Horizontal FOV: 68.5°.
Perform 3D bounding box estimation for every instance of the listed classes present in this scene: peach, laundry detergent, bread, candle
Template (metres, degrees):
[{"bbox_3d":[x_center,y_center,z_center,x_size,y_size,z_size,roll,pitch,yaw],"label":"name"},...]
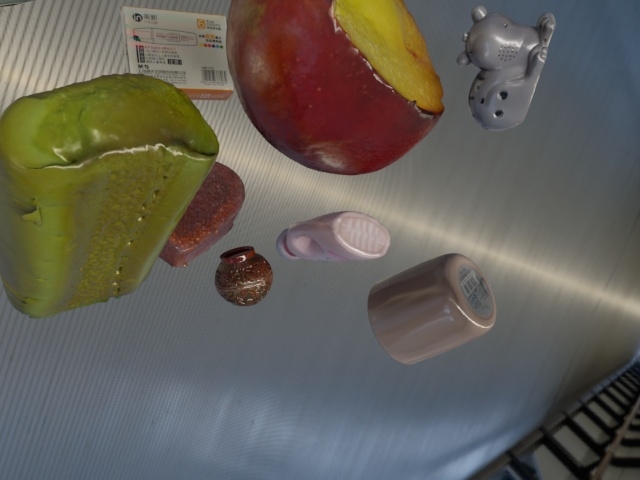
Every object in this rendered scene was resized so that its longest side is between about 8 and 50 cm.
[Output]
[{"bbox_3d":[0.026,-0.235,0.575,0.281,0.281,0.338,-50,164,-17],"label":"peach"},{"bbox_3d":[0.000,0.000,1.028,0.159,0.335,0.087,23,75,-27],"label":"laundry detergent"},{"bbox_3d":[-0.234,-0.028,0.477,0.166,0.112,0.383,-14,165,-36],"label":"bread"},{"bbox_3d":[-0.340,-0.084,1.117,0.317,0.287,0.131,9,147,-25],"label":"candle"}]

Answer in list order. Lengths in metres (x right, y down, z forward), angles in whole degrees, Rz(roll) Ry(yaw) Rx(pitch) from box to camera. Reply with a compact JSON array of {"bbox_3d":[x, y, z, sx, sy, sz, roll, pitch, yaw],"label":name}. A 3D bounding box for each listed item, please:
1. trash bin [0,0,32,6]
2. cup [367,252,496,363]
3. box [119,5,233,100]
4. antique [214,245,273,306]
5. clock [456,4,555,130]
[{"bbox_3d":[-0.557,-0.408,0.763,0.130,0.116,0.059,-58,147,-53],"label":"trash bin"},{"bbox_3d":[0.257,0.142,0.995,0.253,0.200,0.191,14,56,-42],"label":"cup"},{"bbox_3d":[-0.379,-0.491,1.250,0.274,0.091,0.220,-4,87,-24],"label":"box"},{"bbox_3d":[-0.129,0.065,0.798,0.104,0.104,0.104,-26,128,-38],"label":"antique"},{"bbox_3d":[0.261,-0.251,0.705,0.080,0.117,0.176,-63,162,-51],"label":"clock"}]
